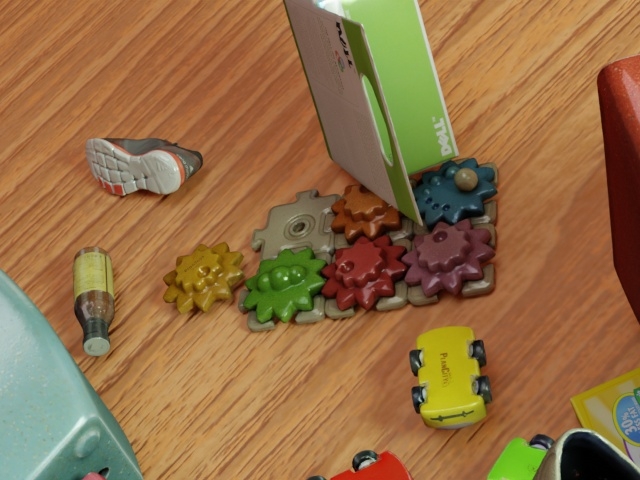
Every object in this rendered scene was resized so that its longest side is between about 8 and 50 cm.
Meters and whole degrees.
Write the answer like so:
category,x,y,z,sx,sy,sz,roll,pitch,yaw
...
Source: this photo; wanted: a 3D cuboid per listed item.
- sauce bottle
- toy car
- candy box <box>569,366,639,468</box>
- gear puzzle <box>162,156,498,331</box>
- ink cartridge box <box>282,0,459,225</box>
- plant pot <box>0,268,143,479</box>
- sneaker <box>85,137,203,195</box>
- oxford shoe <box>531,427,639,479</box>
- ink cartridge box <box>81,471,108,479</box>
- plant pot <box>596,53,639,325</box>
category,x,y,z,sx,sy,sz,roll,pitch,yaw
sauce bottle,-0.225,0.060,1.340,0.042,0.042,0.128,-22,40,9
toy car,0.120,0.173,1.004,0.225,0.053,0.239,13,46,35
candy box,0.260,0.170,0.961,0.105,0.027,0.206,-27,41,8
gear puzzle,0.000,0.000,1.268,0.339,0.044,0.175,-11,45,21
ink cartridge box,0.061,-0.140,1.206,0.097,0.188,0.255,-22,22,-10
plant pot,-0.297,0.169,1.138,0.252,0.247,0.248,31,68,28
sneaker,-0.189,-0.084,1.468,0.158,0.061,0.065,15,31,38
oxford shoe,0.209,0.251,0.742,0.123,0.130,0.348,-20,45,-21
ink cartridge box,-0.136,0.328,0.964,0.207,0.117,0.283,-45,43,-16
plant pot,0.343,0.026,0.881,0.267,0.267,0.235,-12,57,8
